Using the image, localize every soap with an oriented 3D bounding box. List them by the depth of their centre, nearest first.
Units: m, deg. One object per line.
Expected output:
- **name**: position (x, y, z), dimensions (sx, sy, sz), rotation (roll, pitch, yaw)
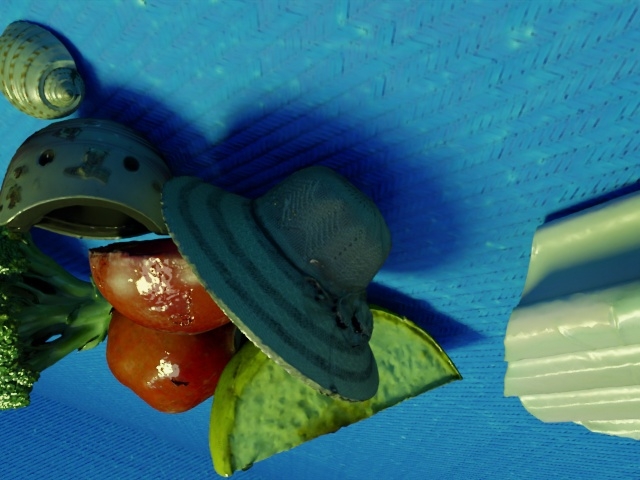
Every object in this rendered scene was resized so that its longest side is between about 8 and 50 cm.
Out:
- **soap**: position (0.287, 0.051, 0.348), dimensions (0.208, 0.115, 0.347), rotation (36, 145, -20)

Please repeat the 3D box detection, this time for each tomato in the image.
- **tomato**: position (-0.141, 0.045, 0.525), dimensions (0.173, 0.099, 0.189), rotation (-4, -177, -35)

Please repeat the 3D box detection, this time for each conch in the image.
- **conch**: position (-0.245, -0.141, 0.433), dimensions (0.085, 0.057, 0.076), rotation (13, 134, 12)

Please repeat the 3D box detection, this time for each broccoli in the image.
- **broccoli**: position (-0.420, 0.093, 0.757), dimensions (0.254, 0.269, 0.269), rotation (51, 175, 47)

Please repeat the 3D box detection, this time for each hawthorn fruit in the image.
- **hawthorn fruit**: position (-0.177, 0.123, 0.670), dimensions (0.185, 0.185, 0.202), rotation (34, 131, -19)

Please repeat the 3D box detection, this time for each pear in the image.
- **pear**: position (-0.009, 0.159, 0.643), dimensions (0.287, 0.139, 0.239), rotation (-17, 167, -15)

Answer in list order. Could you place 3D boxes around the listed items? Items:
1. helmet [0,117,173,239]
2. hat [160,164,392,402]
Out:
- **helmet**: position (-0.211, -0.056, 0.481), dimensions (0.153, 0.107, 0.177), rotation (0, 178, -21)
- **hat**: position (0.000, 0.000, 0.429), dimensions (0.110, 0.252, 0.252), rotation (-43, 118, 11)
